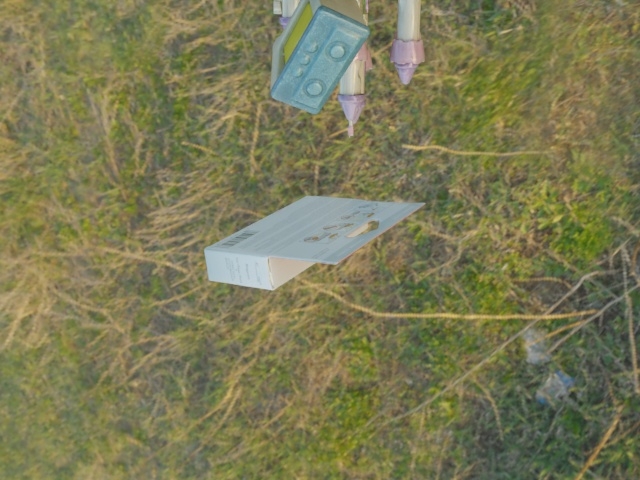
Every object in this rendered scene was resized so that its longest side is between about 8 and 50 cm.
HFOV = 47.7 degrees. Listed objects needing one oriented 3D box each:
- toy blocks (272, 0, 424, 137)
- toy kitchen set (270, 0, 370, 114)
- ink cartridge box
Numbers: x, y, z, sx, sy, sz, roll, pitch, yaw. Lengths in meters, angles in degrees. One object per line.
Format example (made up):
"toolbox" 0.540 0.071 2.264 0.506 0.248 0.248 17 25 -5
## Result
"toy blocks" 0.053 -0.365 1.466 0.309 0.288 0.260 2 111 6
"toy kitchen set" -0.052 -0.180 0.468 0.207 0.122 0.166 20 131 -21
"ink cartridge box" 0.000 0.000 1.119 0.239 0.275 0.060 7 114 34
